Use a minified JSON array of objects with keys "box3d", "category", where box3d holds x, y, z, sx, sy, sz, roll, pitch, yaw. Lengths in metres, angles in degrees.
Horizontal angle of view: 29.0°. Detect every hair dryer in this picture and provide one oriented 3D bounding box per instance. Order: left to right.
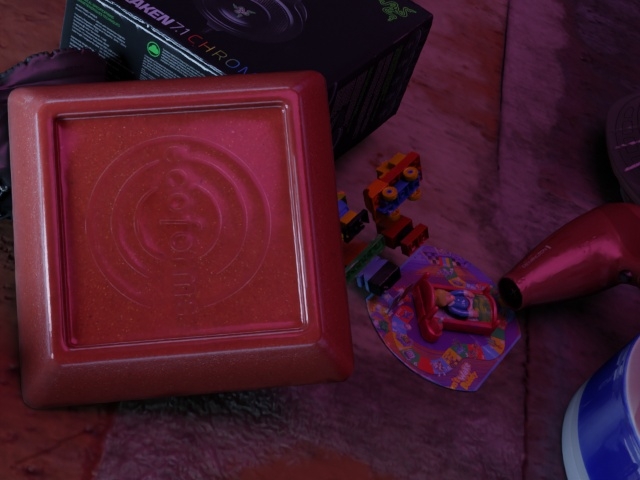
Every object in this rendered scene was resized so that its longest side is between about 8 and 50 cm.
[{"box3d":[0.316,0.021,1.191,0.293,0.080,0.223,-8,19,8],"category":"hair dryer"}]

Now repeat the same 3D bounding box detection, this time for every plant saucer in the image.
[{"box3d":[-0.109,-0.010,0.963,0.259,0.048,0.258,-4,79,-8],"category":"plant saucer"}]

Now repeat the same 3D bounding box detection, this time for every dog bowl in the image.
[{"box3d":[0.362,0.204,1.141,0.265,0.104,0.265,16,47,-18],"category":"dog bowl"}]

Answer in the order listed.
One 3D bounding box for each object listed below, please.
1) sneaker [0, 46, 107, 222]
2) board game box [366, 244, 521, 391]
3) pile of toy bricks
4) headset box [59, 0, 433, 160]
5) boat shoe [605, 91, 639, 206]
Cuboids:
[{"box3d":[-0.283,-0.070,1.011,0.286,0.109,0.130,-20,84,-31],"category":"sneaker"},{"box3d":[0.127,0.064,1.177,0.133,0.033,0.168,42,45,8],"category":"board game box"},{"box3d":[0.000,0.000,1.127,0.105,0.118,0.212,26,54,34],"category":"pile of toy bricks"},{"box3d":[-0.064,-0.184,1.184,0.246,0.131,0.283,34,42,15],"category":"headset box"},{"box3d":[0.402,-0.036,1.384,0.118,0.103,0.320,-16,52,-3],"category":"boat shoe"}]
